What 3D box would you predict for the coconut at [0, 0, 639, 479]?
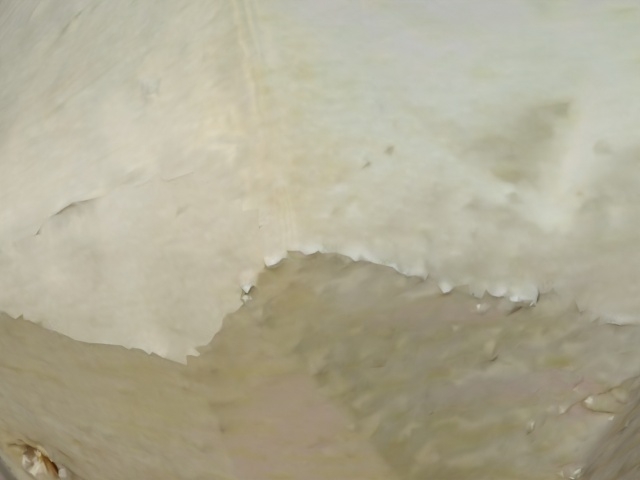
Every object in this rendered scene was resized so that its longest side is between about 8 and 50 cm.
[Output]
[{"bbox_3d":[0.000,0.000,0.654,0.415,0.415,0.345,-30,37,1],"label":"coconut"}]
